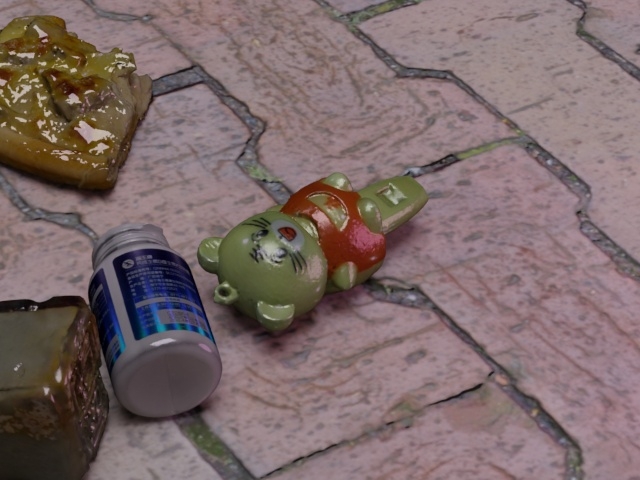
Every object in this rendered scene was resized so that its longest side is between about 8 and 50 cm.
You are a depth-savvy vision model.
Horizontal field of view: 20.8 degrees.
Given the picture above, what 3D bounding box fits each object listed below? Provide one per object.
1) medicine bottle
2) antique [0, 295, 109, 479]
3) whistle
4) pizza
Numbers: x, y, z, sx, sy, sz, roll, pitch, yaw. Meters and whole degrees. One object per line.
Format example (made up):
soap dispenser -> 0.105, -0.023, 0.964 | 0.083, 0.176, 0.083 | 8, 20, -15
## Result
medicine bottle -> -0.168, 0.073, 1.708 | 0.107, 0.107, 0.191 | -8, 43, -14
antique -> -0.348, 0.137, 1.613 | 0.284, 0.150, 0.125 | 2, 42, 9
whistle -> 0.000, 0.000, 1.805 | 0.288, 0.106, 0.131 | -30, 59, -32
pizza -> -0.314, -0.177, 1.994 | 0.323, 0.089, 0.223 | 30, 51, 25
